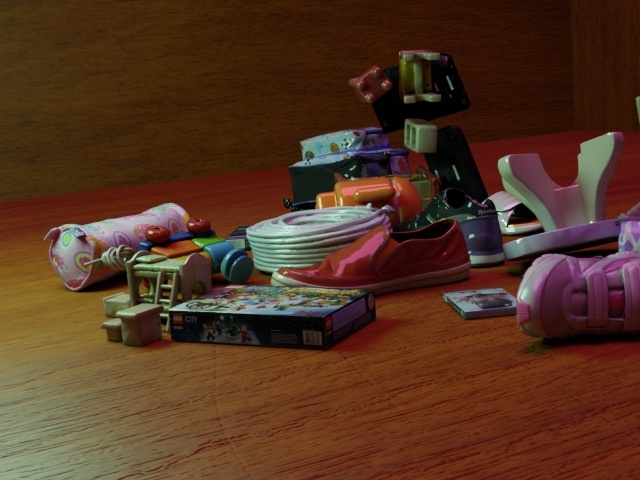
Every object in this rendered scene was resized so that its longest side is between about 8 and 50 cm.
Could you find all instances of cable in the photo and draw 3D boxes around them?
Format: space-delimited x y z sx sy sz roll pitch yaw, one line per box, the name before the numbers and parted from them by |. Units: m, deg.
cable | 0.000 0.000 1.816 0.257 0.089 0.257 -3 10 12

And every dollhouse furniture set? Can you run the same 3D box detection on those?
dollhouse furniture set | 0.136 -0.206 2.138 0.201 0.374 0.152 -4 14 -8
dollhouse furniture set | -0.273 0.074 1.445 0.182 0.101 0.161 2 11 33

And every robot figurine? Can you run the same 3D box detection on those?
robot figurine | 0.102 -0.059 2.004 0.219 0.158 0.128 -5 32 -3

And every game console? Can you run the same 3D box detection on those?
game console | 0.247 -0.217 2.216 0.213 0.361 0.044 -12 18 39

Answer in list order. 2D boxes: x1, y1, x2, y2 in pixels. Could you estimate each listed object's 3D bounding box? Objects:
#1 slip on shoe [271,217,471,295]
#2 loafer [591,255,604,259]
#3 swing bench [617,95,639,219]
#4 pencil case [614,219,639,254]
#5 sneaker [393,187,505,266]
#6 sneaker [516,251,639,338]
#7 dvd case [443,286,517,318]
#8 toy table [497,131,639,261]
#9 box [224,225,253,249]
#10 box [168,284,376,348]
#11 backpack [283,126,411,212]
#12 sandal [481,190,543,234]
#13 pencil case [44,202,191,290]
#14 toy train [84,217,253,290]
slip on shoe | 0.079 0.028 1.572 0.331 0.101 0.123 -9 12 -20
loafer | 0.347 0.052 1.450 0.148 0.050 0.056 -9 10 -26
swing bench | 0.700 -0.159 1.957 0.165 0.254 0.253 14 23 29
pencil case | 0.545 0.012 1.525 0.206 0.086 0.088 0 -17 19
sneaker | 0.225 -0.035 1.803 0.107 0.124 0.283 -9 10 -29
sneaker | 0.346 0.063 1.228 0.252 0.103 0.111 -11 10 -30
dvd case | 0.225 0.086 1.417 0.087 0.013 0.119 -5 9 -5
toy table | 0.402 -0.066 1.666 0.274 0.160 0.252 -4 -10 -45
box | -0.125 -0.008 2.095 0.116 0.029 0.162 -3 8 6
box | -0.063 0.099 1.376 0.233 0.044 0.159 0 11 26
backpack | 0.084 -0.161 2.438 0.263 0.213 0.277 1 0 -45
sandal | 0.345 -0.060 2.045 0.102 0.076 0.265 -12 12 -38
pencil case | -0.355 0.005 1.841 0.124 0.124 0.284 2 11 35
toy train | -0.239 0.044 1.665 0.143 0.105 0.248 22 25 40
